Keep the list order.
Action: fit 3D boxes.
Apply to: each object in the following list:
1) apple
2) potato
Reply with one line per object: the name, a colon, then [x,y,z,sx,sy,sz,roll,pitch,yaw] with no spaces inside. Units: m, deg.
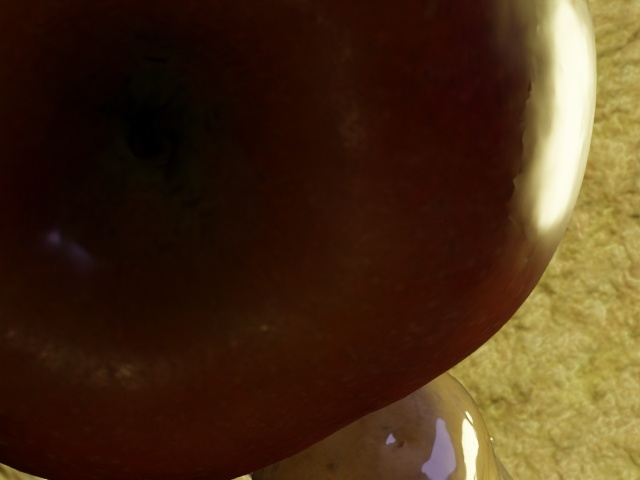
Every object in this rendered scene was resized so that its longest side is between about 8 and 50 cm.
apple: [-0.040,-0.048,0.448,0.218,0.218,0.201,53,9,-22]
potato: [0.023,0.106,0.732,0.112,0.112,0.147,54,12,-10]
